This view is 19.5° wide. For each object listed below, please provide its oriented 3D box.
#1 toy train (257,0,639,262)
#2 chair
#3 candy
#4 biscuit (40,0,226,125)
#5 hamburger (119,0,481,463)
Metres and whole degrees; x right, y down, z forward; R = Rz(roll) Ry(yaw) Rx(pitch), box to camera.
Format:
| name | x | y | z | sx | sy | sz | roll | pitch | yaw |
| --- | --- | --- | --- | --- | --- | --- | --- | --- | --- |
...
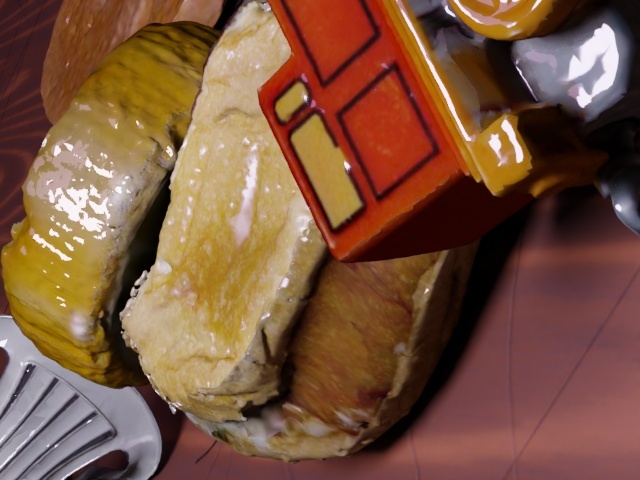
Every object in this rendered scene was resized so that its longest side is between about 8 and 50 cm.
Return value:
| name | x | y | z | sx | sy | sz | roll | pitch | yaw |
| --- | --- | --- | --- | --- | --- | --- | --- | --- | --- |
| toy train | 0.061 | -0.141 | 0.927 | 0.231 | 0.163 | 0.369 | -39 | 68 | 38 |
| chair | -0.269 | 0.188 | 1.421 | 0.274 | 0.203 | 0.190 | -52 | 18 | -9 |
| candy | -0.110 | -0.022 | 1.272 | 0.118 | 0.260 | 0.260 | 30 | 101 | 23 |
| biscuit | -0.156 | -0.260 | 1.788 | 0.385 | 0.062 | 0.365 | -60 | 27 | 19 |
| hamburger | 0.000 | 0.000 | 1.106 | 0.211 | 0.132 | 0.309 | 46 | 119 | 47 |
